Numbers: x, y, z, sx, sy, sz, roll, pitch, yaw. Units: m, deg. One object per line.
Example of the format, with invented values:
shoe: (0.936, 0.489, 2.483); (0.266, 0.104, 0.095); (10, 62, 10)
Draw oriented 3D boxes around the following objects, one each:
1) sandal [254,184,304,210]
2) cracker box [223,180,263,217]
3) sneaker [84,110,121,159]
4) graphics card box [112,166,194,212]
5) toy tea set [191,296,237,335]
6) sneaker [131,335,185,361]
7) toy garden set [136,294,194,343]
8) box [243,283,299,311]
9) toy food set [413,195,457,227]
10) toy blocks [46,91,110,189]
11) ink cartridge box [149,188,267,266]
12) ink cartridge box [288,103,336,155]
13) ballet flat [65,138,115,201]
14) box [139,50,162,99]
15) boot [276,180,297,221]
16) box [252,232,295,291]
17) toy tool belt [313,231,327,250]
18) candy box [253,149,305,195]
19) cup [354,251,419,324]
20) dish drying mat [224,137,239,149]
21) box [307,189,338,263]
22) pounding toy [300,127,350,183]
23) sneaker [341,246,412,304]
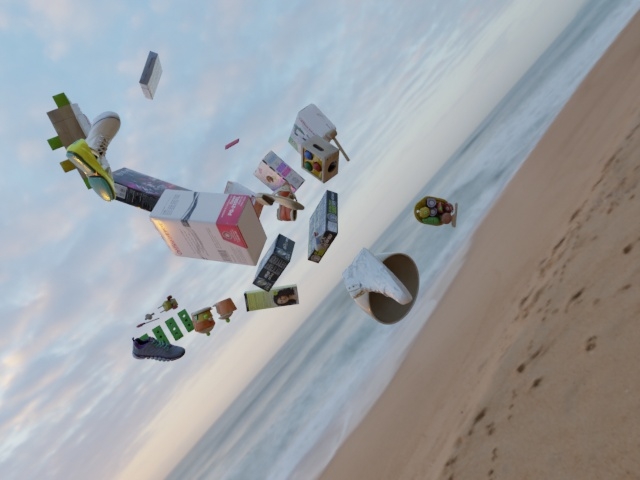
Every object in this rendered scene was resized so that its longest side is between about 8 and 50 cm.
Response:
sandal: (-0.142, -0.170, 1.798); (0.088, 0.240, 0.079); (40, -112, -45)
cracker box: (-0.371, -0.168, 2.317); (0.067, 0.232, 0.155); (6, -70, -49)
sneaker: (-0.778, -0.348, 1.749); (0.094, 0.091, 0.258); (5, -35, -46)
graphics card box: (-0.803, -0.223, 2.291); (0.233, 0.371, 0.094); (-68, -4, -69)
toy tea set: (-0.444, 0.332, 2.105); (0.200, 0.124, 0.336); (-22, -2, -18)
sneaker: (-0.694, 0.458, 2.109); (0.083, 0.224, 0.098); (-104, 17, -62)
toy garden set: (-0.735, 0.396, 2.312); (0.244, 0.204, 0.049); (-32, -14, -11)
box: (-0.212, 0.248, 2.144); (0.232, 0.087, 0.058); (-9, 8, -2)
toy food set: (0.526, -0.123, 2.180); (0.071, 0.218, 0.128); (-138, 56, -74)
toy blocks: (-1.016, -0.432, 2.104); (0.191, 0.381, 0.261); (-23, 22, -6)
ink cartridge box: (-0.276, -0.032, 1.234); (0.172, 0.237, 0.100); (75, -153, -51)
ink cartridge box: (-0.040, -0.458, 2.135); (0.092, 0.160, 0.219); (-40, -8, -26)
ballet flat: (-0.682, -0.216, 1.504); (0.231, 0.077, 0.077); (71, -150, -53)
box: (-0.722, -0.700, 2.103); (0.186, 0.038, 0.145); (165, 122, -76)
boot: (-0.121, -0.149, 1.910); (0.059, 0.085, 0.158); (-14, -69, -53)
box: (-0.183, 0.087, 1.938); (0.180, 0.077, 0.147); (-54, 14, 30)
toy tool belt: (0.000, 0.000, 2.055); (0.051, 0.083, 0.052); (-13, 15, -22)
candy box: (-0.181, -0.275, 2.139); (0.070, 0.196, 0.165); (-52, 8, -24)
cup: (0.264, 0.201, 2.300); (0.331, 0.331, 0.237); (-47, 32, -22)
dish drying mat: (-0.424, -0.463, 2.365); (0.083, 0.008, 0.032); (-24, 47, 22)
box: (0.011, -0.066, 2.247); (0.270, 0.060, 0.216); (-89, 22, -44)
pounding toy: (0.014, -0.318, 1.839); (0.094, 0.181, 0.206); (-38, -28, -27)
sneaker: (0.197, 0.173, 1.815); (0.169, 0.292, 0.108); (-48, -42, 7)
